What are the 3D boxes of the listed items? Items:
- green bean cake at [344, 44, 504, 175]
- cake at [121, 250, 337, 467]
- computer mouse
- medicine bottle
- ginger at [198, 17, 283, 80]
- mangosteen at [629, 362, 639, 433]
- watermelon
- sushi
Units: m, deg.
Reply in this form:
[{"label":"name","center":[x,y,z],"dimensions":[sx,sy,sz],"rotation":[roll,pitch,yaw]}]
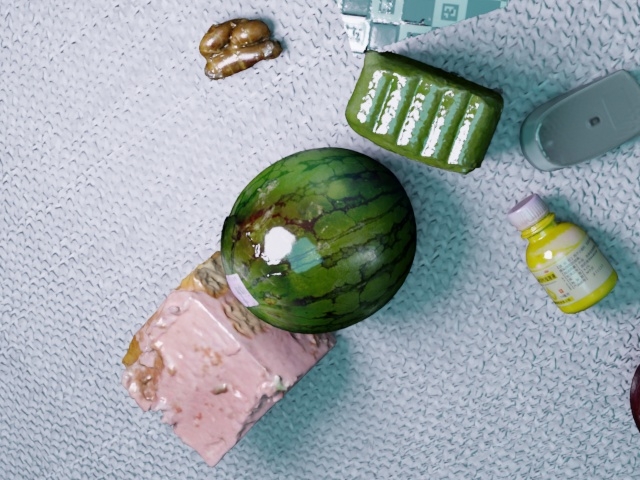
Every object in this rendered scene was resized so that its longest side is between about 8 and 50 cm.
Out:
[{"label":"green bean cake","center":[0.181,-0.220,1.398],"dimensions":[0.246,0.250,0.156],"rotation":[22,109,7]},{"label":"cake","center":[-0.195,0.223,1.606],"dimensions":[0.307,0.293,0.314],"rotation":[44,118,2]},{"label":"computer mouse","center":[0.459,-0.205,1.426],"dimensions":[0.230,0.079,0.128],"rotation":[-23,102,4]},{"label":"medicine bottle","center":[0.426,0.018,1.469],"dimensions":[0.122,0.122,0.212],"rotation":[-37,93,21]},{"label":"ginger","center":[-0.157,-0.373,1.542],"dimensions":[0.162,0.073,0.103],"rotation":[-17,114,12]},{"label":"mangosteen","center":[0.685,0.260,1.386],"dimensions":[0.297,0.297,0.293],"rotation":[1,108,14]},{"label":"watermelon","center":[0.000,0.000,1.466],"dimensions":[0.363,0.363,0.363],"rotation":[4,106,14]},{"label":"sushi","center":[0.142,-0.499,1.432],"dimensions":[0.294,0.059,0.292],"rotation":[-18,101,18]}]
